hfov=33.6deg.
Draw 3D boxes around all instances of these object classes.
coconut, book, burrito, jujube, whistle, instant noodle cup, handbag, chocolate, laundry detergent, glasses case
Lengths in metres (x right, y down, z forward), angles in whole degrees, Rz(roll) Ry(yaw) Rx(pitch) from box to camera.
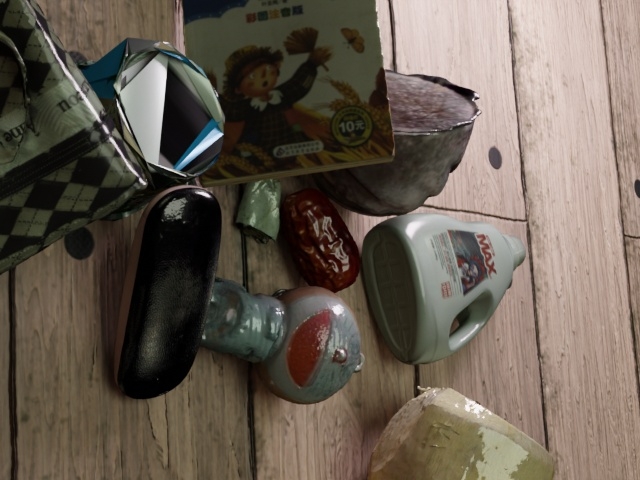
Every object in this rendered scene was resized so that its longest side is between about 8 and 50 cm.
[{"bbox_3d":[0.215,0.395,1.718,0.297,0.297,0.255,38,82,-34],"label":"coconut"},{"bbox_3d":[-0.058,-0.307,1.606,0.039,0.300,0.428,58,24,-78],"label":"book"},{"bbox_3d":[-0.093,-0.060,1.677,0.074,0.044,0.118,24,67,-37],"label":"burrito"},{"bbox_3d":[0.000,0.000,1.712,0.109,0.112,0.176,-29,98,-45],"label":"jujube"},{"bbox_3d":[-0.072,0.139,1.572,0.347,0.189,0.189,21,66,-25],"label":"whistle"},{"bbox_3d":[-0.252,-0.154,1.442,0.240,0.178,0.240,13,71,-44],"label":"instant noodle cup"},{"bbox_3d":[-0.438,-0.163,1.203,0.316,0.180,0.416,-30,110,-2],"label":"handbag"},{"bbox_3d":[0.106,-0.145,1.758,0.303,0.303,0.213,-28,133,-45],"label":"chocolate"},{"bbox_3d":[0.253,0.067,1.950,0.397,0.124,0.264,-12,89,-48],"label":"laundry detergent"},{"bbox_3d":[-0.207,0.074,1.427,0.122,0.075,0.314,-7,119,-42],"label":"glasses case"}]

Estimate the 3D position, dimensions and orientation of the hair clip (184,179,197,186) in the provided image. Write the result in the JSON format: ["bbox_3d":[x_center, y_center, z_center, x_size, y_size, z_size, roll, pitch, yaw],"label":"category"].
[{"bbox_3d":[-0.207,-0.104,1.581,0.039,0.030,0.115,-15,92,-45],"label":"hair clip"}]
